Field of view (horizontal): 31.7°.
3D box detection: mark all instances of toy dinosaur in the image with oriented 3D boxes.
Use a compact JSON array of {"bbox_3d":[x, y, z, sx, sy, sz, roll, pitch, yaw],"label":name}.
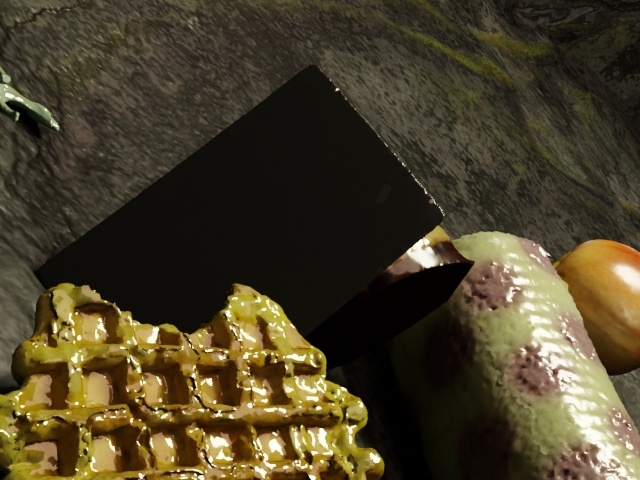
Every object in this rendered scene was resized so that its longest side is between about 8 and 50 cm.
[{"bbox_3d":[-0.286,-0.152,0.886,0.187,0.044,0.106,35,10,3],"label":"toy dinosaur"}]

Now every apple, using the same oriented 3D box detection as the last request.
[{"bbox_3d":[0.374,0.085,1.490,0.199,0.199,0.199,38,25,-22],"label":"apple"}]

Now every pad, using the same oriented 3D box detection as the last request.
[{"bbox_3d":[-0.053,0.003,0.827,0.159,0.265,0.009,50,-14,5],"label":"pad"}]

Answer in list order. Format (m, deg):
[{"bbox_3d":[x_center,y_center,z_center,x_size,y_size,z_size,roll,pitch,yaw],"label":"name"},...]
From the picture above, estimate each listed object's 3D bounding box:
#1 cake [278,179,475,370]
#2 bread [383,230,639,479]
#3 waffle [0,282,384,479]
[{"bbox_3d":[0.000,0.000,0.945,0.208,0.185,0.178,-5,59,-47],"label":"cake"},{"bbox_3d":[0.174,0.168,0.992,0.155,0.187,0.338,7,44,-31],"label":"bread"},{"bbox_3d":[-0.075,0.132,0.712,0.291,0.051,0.291,22,50,-28],"label":"waffle"}]
